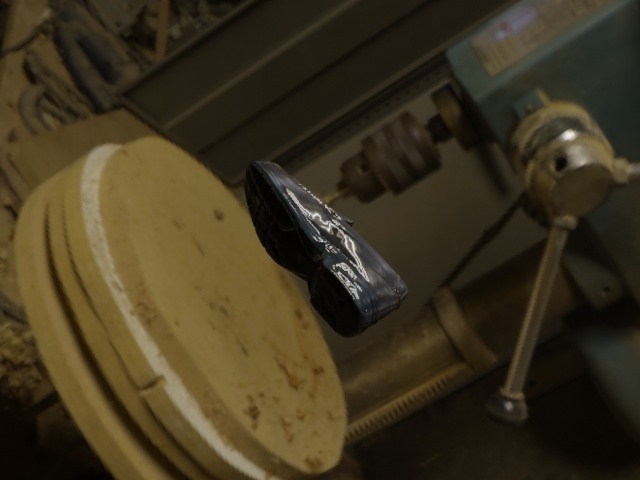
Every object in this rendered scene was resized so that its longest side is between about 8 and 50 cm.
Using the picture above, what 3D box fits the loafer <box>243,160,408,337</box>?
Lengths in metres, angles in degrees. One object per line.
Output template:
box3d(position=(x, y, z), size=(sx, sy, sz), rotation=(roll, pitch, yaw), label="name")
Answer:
box3d(position=(0.000, 0.000, 0.745), size=(0.061, 0.062, 0.170), rotation=(-21, 65, -35), label="loafer")
